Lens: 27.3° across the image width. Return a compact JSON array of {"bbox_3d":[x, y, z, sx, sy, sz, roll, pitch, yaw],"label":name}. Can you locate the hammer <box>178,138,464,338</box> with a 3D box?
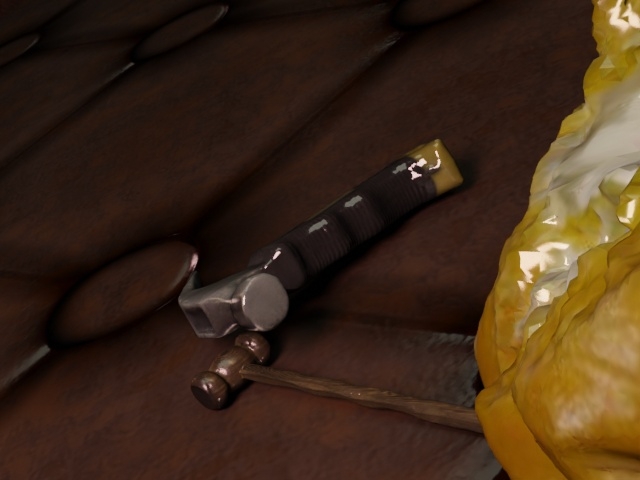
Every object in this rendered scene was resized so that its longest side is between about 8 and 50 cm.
[{"bbox_3d":[0.000,0.000,0.949,0.226,0.041,0.159,-34,11,-24],"label":"hammer"}]

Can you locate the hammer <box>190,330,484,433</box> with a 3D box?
[{"bbox_3d":[0.028,0.096,0.789,0.292,0.029,0.058,6,43,48],"label":"hammer"}]

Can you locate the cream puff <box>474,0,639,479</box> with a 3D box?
[{"bbox_3d":[0.210,0.025,0.512,0.274,0.270,0.323,15,13,1],"label":"cream puff"}]
